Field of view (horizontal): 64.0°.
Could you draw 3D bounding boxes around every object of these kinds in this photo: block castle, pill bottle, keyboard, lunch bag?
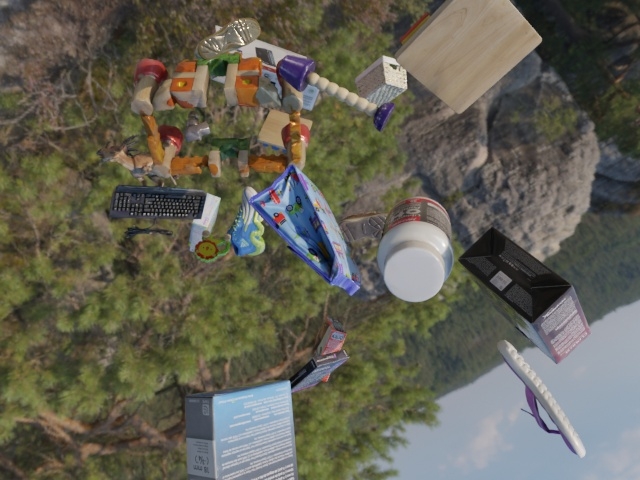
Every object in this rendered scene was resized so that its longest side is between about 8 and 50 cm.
[{"bbox_3d":[-0.256,-0.342,1.385,0.453,0.213,0.303,-2,141,-1],"label":"block castle"},{"bbox_3d":[0.229,0.019,1.231,0.176,0.176,0.318,-32,-169,21],"label":"pill bottle"},{"bbox_3d":[-0.550,-0.090,1.736,0.317,0.033,0.202,0,125,-36],"label":"keyboard"},{"bbox_3d":[0.000,0.000,1.187,0.138,0.293,0.221,-39,163,6],"label":"lunch bag"}]

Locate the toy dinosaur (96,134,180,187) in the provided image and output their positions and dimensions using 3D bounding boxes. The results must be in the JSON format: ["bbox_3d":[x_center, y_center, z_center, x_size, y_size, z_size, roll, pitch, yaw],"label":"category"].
[{"bbox_3d":[-0.640,-0.289,1.887,0.127,0.200,0.295,-43,157,24],"label":"toy dinosaur"}]

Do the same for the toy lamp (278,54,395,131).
[{"bbox_3d":[0.032,-0.339,1.166,0.080,0.274,0.080,-58,175,-9],"label":"toy lamp"}]

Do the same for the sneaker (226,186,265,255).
[{"bbox_3d":[-0.253,-0.052,1.689,0.126,0.240,0.091,-20,-155,-33],"label":"sneaker"}]

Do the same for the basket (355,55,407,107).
[{"bbox_3d":[0.217,-0.559,1.823,0.113,0.103,0.167,4,164,-32],"label":"basket"}]

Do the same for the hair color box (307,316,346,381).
[{"bbox_3d":[0.017,0.328,1.555,0.053,0.093,0.167,19,102,-17],"label":"hair color box"}]

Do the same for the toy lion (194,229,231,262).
[{"bbox_3d":[-0.319,0.022,1.510,0.100,0.096,0.034,9,148,-12],"label":"toy lion"}]

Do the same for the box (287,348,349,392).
[{"bbox_3d":[-0.017,0.329,1.275,0.116,0.029,0.162,-2,146,-46],"label":"box"}]

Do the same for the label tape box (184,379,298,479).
[{"bbox_3d":[-0.163,0.489,1.110,0.105,0.334,0.240,-13,167,37],"label":"label tape box"}]

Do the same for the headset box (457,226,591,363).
[{"bbox_3d":[0.454,0.130,1.126,0.110,0.218,0.293,-44,135,3],"label":"headset box"}]

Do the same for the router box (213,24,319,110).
[{"bbox_3d":[-0.190,-0.563,1.663,0.335,0.301,0.082,12,124,-21],"label":"router box"}]

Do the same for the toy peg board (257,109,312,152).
[{"bbox_3d":[-0.130,-0.375,1.860,0.161,0.161,0.079,16,147,2],"label":"toy peg board"}]

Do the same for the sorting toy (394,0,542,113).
[{"bbox_3d":[0.347,-0.481,1.241,0.255,0.089,0.257,26,126,-34],"label":"sorting toy"}]

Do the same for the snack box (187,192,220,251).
[{"bbox_3d":[-0.496,-0.069,2.181,0.070,0.175,0.207,19,142,-5],"label":"snack box"}]

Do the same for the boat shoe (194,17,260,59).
[{"bbox_3d":[-0.199,-0.430,1.095,0.153,0.056,0.048,-37,-152,-18],"label":"boat shoe"}]

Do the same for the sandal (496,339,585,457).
[{"bbox_3d":[0.698,0.520,1.676,0.102,0.416,0.169,-39,143,16],"label":"sandal"}]

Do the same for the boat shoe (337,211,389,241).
[{"bbox_3d":[0.228,-0.075,2.180,0.324,0.123,0.116,-2,-155,10],"label":"boat shoe"}]
